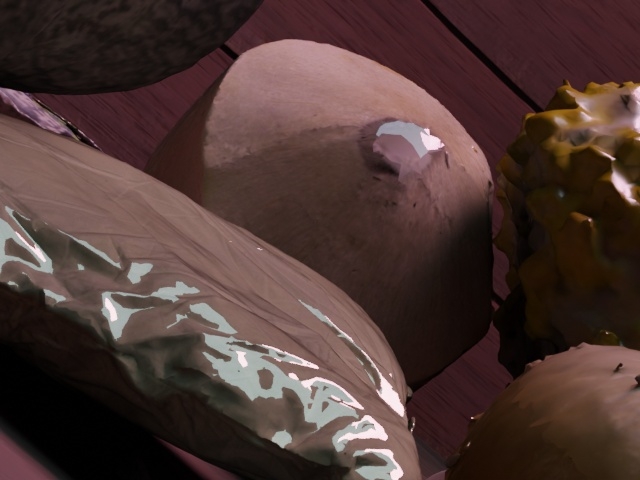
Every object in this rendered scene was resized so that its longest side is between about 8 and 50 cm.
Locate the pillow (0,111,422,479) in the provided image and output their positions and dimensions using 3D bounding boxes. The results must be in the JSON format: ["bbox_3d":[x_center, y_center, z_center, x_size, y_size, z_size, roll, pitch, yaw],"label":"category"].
[{"bbox_3d":[-0.076,0.015,0.774,0.274,0.076,0.281,28,4,0],"label":"pillow"}]

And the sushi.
[{"bbox_3d":[0.214,0.096,1.035,0.240,0.397,0.351,-1,-7,4],"label":"sushi"}]

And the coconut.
[{"bbox_3d":[-0.001,0.003,1.077,0.241,0.241,0.241,41,-1,1],"label":"coconut"}]

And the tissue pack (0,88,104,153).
[{"bbox_3d":[-0.196,-0.054,1.216,0.173,0.073,0.235,40,-1,4],"label":"tissue pack"}]

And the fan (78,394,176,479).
[{"bbox_3d":[-0.065,0.089,0.685,0.057,0.023,0.282,32,3,-25],"label":"fan"}]

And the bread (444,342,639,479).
[{"bbox_3d":[0.147,0.177,0.627,0.305,0.159,0.305,48,-1,1],"label":"bread"}]

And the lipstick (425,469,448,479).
[{"bbox_3d":[0.162,0.263,1.345,0.254,0.070,0.070,42,-1,-26],"label":"lipstick"}]

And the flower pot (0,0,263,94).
[{"bbox_3d":[-0.151,-0.201,0.777,0.299,0.299,0.283,41,18,26],"label":"flower pot"}]
